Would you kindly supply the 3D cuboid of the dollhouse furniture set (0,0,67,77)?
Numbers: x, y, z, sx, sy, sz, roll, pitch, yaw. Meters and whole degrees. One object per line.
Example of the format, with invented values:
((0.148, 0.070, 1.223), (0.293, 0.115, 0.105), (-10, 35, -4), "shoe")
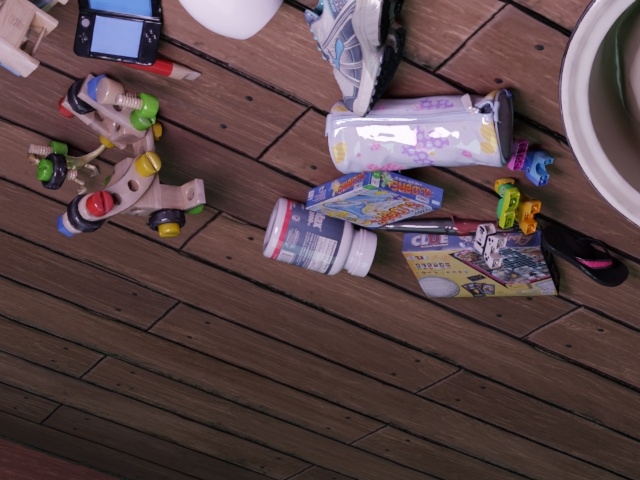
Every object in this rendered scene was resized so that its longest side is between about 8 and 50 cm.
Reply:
((-0.434, -0.311, 1.695), (0.129, 0.183, 0.129), (33, 143, -26), "dollhouse furniture set")

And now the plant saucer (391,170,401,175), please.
((0.102, -0.096, 2.009), (0.067, 0.018, 0.192), (6, 163, 10), "plant saucer")

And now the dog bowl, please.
((0.501, -0.188, 1.497), (0.408, 0.150, 0.408), (13, 123, 20), "dog bowl")

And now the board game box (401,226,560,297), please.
((0.282, 0.041, 2.195), (0.243, 0.042, 0.165), (-2, 147, 22), "board game box")

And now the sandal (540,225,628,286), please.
((0.447, 0.023, 2.093), (0.179, 0.067, 0.040), (26, 135, -20), "sandal")

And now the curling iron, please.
((0.229, -0.032, 2.098), (0.274, 0.035, 0.068), (-1, 145, 18), "curling iron")

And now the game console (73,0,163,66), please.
((-0.290, -0.310, 1.772), (0.122, 0.107, 0.071), (9, 178, 5), "game console")

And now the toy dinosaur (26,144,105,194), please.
((-0.421, -0.126, 2.138), (0.183, 0.053, 0.092), (-6, 144, 27), "toy dinosaur")

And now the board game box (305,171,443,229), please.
((0.084, -0.067, 2.018), (0.136, 0.035, 0.201), (16, 163, -26), "board game box")

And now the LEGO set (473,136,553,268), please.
((0.290, -0.081, 1.945), (0.087, 0.093, 0.227), (-13, 129, -28), "LEGO set")

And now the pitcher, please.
((-0.127, -0.367, 1.587), (0.178, 0.125, 0.207), (-33, 119, 30), "pitcher")

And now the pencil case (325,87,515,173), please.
((0.147, -0.158, 1.830), (0.273, 0.113, 0.124), (-2, 175, 24), "pencil case")

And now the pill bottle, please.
((0.000, 0.000, 2.156), (0.180, 0.108, 0.108), (16, 149, -9), "pill bottle")

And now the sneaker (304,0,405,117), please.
((0.044, -0.283, 1.701), (0.122, 0.110, 0.283), (24, 150, 14), "sneaker")

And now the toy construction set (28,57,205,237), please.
((-0.270, -0.145, 1.955), (0.237, 0.257, 0.309), (10, 132, -35), "toy construction set")
